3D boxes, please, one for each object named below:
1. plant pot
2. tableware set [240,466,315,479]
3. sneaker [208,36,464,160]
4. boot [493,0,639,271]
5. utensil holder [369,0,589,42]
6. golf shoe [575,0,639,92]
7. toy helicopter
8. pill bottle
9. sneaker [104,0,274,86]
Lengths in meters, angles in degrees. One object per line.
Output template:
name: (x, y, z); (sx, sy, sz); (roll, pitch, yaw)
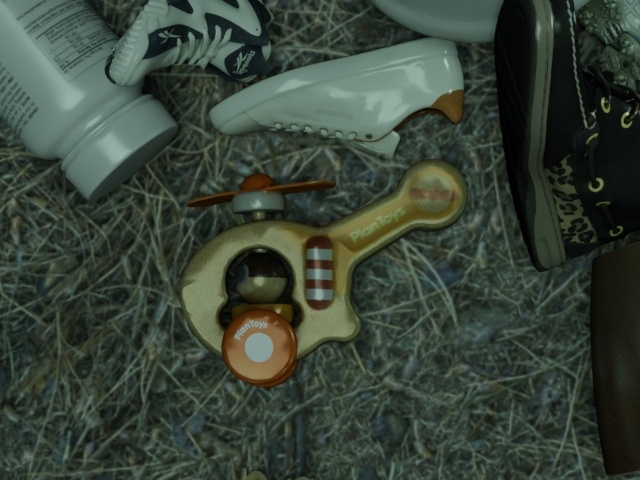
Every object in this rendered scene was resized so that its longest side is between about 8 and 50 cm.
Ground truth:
plant pot: (0.379, 0.115, 1.398); (0.215, 0.215, 0.230); (-18, 81, 7)
tableware set: (-0.060, 0.336, 1.492); (0.020, 0.168, 0.141); (16, 80, -36)
sneaker: (0.021, -0.139, 1.449); (0.290, 0.106, 0.123); (-13, 91, 6)
boot: (0.334, -0.130, 1.331); (0.284, 0.138, 0.377); (-12, 135, 3)
utensil holder: (0.147, -0.421, 1.226); (0.327, 0.385, 0.327); (-3, 71, 8)
golf shoe: (0.335, -0.251, 1.433); (0.069, 0.086, 0.176); (-22, 89, 52)
toy helicopter: (0.000, 0.000, 1.473); (0.355, 0.140, 0.235); (-29, 82, -3)
pill bottle: (-0.300, -0.193, 1.451); (0.160, 0.160, 0.283); (-40, 89, 8)
sneaker: (-0.126, -0.216, 1.423); (0.153, 0.235, 0.094); (38, 132, -10)
